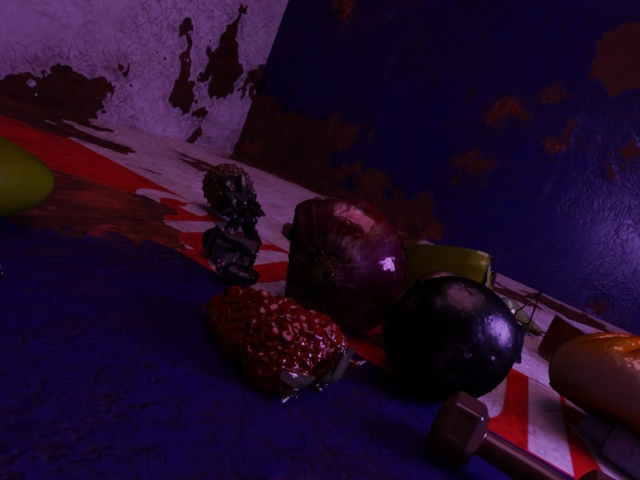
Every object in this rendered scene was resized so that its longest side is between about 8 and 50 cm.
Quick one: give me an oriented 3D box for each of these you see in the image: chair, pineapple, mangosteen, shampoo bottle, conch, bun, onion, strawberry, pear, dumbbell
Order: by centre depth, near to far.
[{"bbox_3d":[0.246,0.277,0.578,0.231,0.092,0.082,28,-17,23],"label":"dumbbell"},{"bbox_3d":[-0.059,0.122,0.684,0.175,0.097,0.228,12,16,-46],"label":"strawberry"},{"bbox_3d":[0.531,0.362,0.771,0.072,0.072,0.214,12,14,-42],"label":"shampoo bottle"},{"bbox_3d":[0.200,0.147,0.795,0.212,0.211,0.250,19,12,-16],"label":"mangosteen"},{"bbox_3d":[0.587,0.267,0.868,0.299,0.164,0.299,34,-7,4],"label":"bun"},{"bbox_3d":[0.056,0.042,0.943,0.231,0.256,0.272,10,30,16],"label":"onion"},{"bbox_3d":[0.248,0.125,1.042,0.293,0.159,0.292,24,-18,8],"label":"pear"},{"bbox_3d":[0.472,0.222,1.264,0.140,0.221,0.145,23,-32,7],"label":"chair"},{"bbox_3d":[-0.235,-0.117,1.344,0.166,0.165,0.364,17,13,-28],"label":"pineapple"},{"bbox_3d":[0.603,0.236,1.518,0.201,0.079,0.095,37,-6,-12],"label":"conch"}]

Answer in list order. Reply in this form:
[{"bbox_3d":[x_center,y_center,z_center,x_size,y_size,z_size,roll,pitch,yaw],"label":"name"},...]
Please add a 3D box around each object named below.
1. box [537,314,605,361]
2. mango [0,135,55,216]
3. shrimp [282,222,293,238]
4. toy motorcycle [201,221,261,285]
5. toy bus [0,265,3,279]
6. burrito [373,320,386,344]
[{"bbox_3d":[0.829,0.363,1.215,0.386,0.122,0.344,19,12,-14],"label":"box"},{"bbox_3d":[-0.560,-0.112,0.689,0.192,0.155,0.343,38,14,28],"label":"mango"},{"bbox_3d":[0.000,0.000,1.502,0.223,0.054,0.290,18,4,-20],"label":"shrimp"},{"bbox_3d":[-0.184,0.024,0.973,0.123,0.080,0.215,19,15,-16],"label":"toy motorcycle"},{"bbox_3d":[-0.364,0.055,0.390,0.090,0.106,0.184,20,11,3],"label":"toy bus"},{"bbox_3d":[0.217,0.207,0.921,0.230,0.063,0.058,21,-22,-8],"label":"burrito"}]
